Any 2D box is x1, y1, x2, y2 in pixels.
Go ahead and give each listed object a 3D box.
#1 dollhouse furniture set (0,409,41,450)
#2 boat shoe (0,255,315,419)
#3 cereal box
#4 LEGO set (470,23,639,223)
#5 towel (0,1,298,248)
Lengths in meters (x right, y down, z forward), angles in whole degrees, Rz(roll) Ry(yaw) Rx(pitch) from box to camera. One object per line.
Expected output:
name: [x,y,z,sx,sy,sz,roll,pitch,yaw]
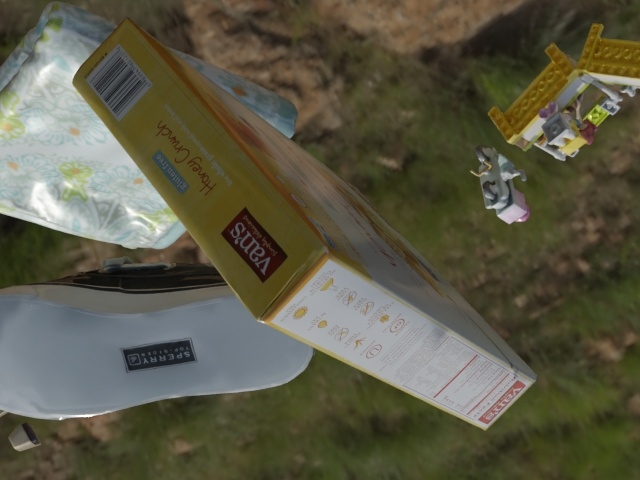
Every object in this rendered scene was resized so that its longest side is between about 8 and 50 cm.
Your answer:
dollhouse furniture set: [-0.257,0.118,1.171,0.081,0.091,0.114,-31,164,-7]
boat shoe: [-0.149,0.063,1.081,0.306,0.105,0.113,-10,111,11]
cereal box: [0.000,0.000,0.673,0.047,0.173,0.240,-47,147,8]
LEGO set: [0.275,-0.121,1.261,0.107,0.132,0.287,23,141,-40]
towel: [-0.255,-0.117,1.651,0.320,0.090,0.374,18,145,-29]
